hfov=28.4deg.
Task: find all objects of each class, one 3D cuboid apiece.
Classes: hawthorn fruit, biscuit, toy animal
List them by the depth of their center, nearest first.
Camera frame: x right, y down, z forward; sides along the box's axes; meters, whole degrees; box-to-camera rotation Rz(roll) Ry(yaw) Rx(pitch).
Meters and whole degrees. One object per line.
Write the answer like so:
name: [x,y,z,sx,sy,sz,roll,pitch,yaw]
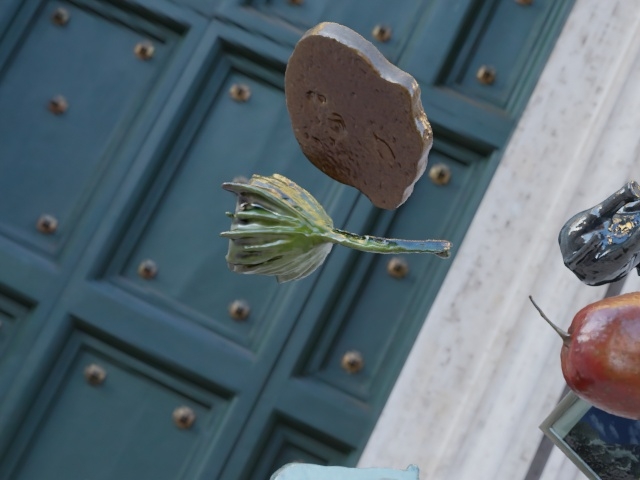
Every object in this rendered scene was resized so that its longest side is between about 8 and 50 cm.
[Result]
toy animal: [0.356,-0.014,1.394,0.270,0.137,0.082,-9,65,-52]
hawthorn fruit: [0.351,0.136,1.543,0.204,0.162,0.162,7,-10,-12]
biscuit: [0.053,-0.183,1.839,0.257,0.049,0.273,34,-34,22]

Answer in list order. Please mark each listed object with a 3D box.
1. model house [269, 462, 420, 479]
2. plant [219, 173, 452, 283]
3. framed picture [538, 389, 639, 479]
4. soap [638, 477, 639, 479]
model house: [0.025,0.472,1.663,0.194,0.267,0.325,2,-31,0]
plant: [0.002,-0.035,1.996,0.334,0.180,0.251,-10,-5,40]
framed picture: [0.466,0.301,1.799,0.281,0.209,0.019,45,33,21]
soap: [0.450,0.328,1.650,0.045,0.140,0.089,6,-52,48]
